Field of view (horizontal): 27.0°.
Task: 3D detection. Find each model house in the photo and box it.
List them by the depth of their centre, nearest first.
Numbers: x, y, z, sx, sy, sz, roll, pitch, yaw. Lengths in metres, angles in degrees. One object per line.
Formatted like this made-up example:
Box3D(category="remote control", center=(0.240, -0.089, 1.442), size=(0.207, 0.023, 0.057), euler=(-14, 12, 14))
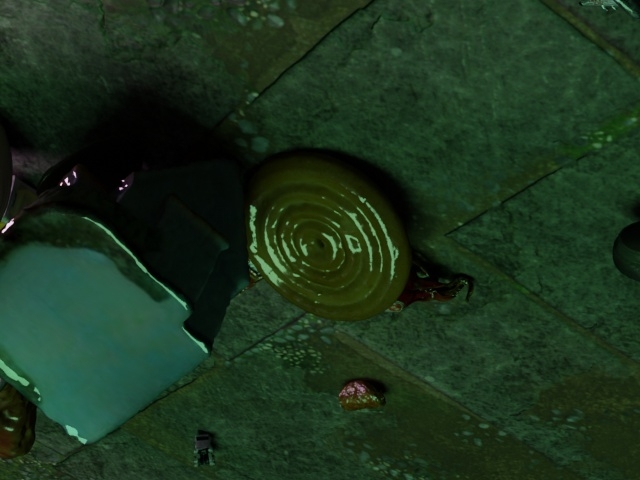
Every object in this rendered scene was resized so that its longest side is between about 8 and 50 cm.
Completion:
Box3D(category="model house", center=(-0.258, 0.012, 1.772), size=(0.297, 0.339, 0.360), euler=(41, 131, -10))

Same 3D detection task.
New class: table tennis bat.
Box3D(category="table tennis bat", center=(-0.350, -0.066, 1.836), size=(0.234, 0.022, 0.131), euler=(-34, 151, 9))

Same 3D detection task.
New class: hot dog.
Box3D(category="hot dog", center=(0.069, 0.256, 2.183), size=(0.083, 0.035, 0.058), euler=(-13, 134, 38))

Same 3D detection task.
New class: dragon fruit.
Box3D(category="dragon fruit", center=(0.119, 0.061, 1.852), size=(0.190, 0.094, 0.094), euler=(12, 145, 1))

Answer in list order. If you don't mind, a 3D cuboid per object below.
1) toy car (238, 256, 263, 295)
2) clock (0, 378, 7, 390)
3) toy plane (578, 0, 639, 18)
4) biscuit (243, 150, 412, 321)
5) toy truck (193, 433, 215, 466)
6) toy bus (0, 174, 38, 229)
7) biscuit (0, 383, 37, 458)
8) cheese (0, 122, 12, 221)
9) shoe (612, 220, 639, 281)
Box3D(category="toy car", center=(-0.101, 0.040, 1.966), size=(0.059, 0.035, 0.122), euler=(39, 142, -21))
Box3D(category="clock", center=(-0.610, 0.154, 2.116), size=(0.280, 0.055, 0.281), euler=(8, 125, 11))
Box3D(category="toy plane", center=(0.306, -0.257, 1.376), size=(0.083, 0.031, 0.078), euler=(31, 144, -17))
Box3D(category="biscuit", center=(-0.001, 0.000, 1.786), size=(0.262, 0.037, 0.262), euler=(16, 128, 22))
Box3D(category="toy truck", center=(-0.219, 0.393, 2.496), size=(0.039, 0.044, 0.083), euler=(-5, 144, -5))
Box3D(category="toy bus", center=(-0.534, -0.027, 2.031), size=(0.268, 0.092, 0.106), euler=(-14, 144, 37))
Box3D(category="biscuit", center=(-0.690, 0.215, 2.358), size=(0.395, 0.166, 0.343), euler=(15, 141, 4))
Box3D(category="cheese", center=(-0.561, -0.092, 1.836), size=(0.266, 0.233, 0.127), euler=(25, 156, -5))
Box3D(category="shoe", center=(0.486, -0.024, 1.557), size=(0.292, 0.109, 0.149), euler=(1, 138, 19))
